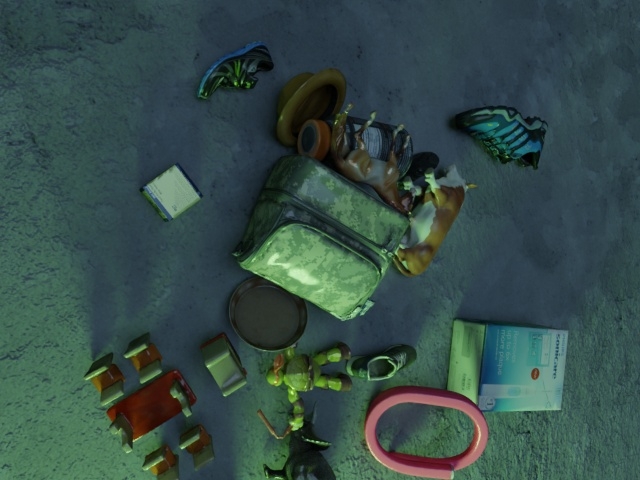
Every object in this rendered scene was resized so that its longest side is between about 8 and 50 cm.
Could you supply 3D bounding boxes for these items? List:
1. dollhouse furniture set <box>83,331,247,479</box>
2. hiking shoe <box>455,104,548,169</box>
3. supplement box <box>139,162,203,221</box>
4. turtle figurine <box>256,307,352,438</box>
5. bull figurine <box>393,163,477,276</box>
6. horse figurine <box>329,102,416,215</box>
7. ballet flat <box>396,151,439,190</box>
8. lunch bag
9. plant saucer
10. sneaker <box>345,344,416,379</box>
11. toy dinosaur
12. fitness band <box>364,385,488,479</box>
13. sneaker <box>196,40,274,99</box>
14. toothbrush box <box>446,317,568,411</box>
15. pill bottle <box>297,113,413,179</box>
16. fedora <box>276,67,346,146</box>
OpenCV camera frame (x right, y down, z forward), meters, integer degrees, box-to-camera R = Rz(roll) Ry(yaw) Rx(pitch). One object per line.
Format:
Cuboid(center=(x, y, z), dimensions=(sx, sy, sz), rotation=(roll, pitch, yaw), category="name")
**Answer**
Cuboid(center=(-0.277, 0.292, 0.977), dimensions=(0.259, 0.135, 0.262), rotation=(-29, 102, -11), category="dollhouse furniture set")
Cuboid(center=(0.484, -0.271, 1.324), dimensions=(0.304, 0.113, 0.132), rotation=(4, 87, -25), category="hiking shoe")
Cuboid(center=(-0.292, -0.093, 0.986), dimensions=(0.083, 0.056, 0.083), rotation=(-41, 107, -20), category="supplement box")
Cuboid(center=(-0.034, 0.269, 1.083), dimensions=(0.217, 0.087, 0.269), rotation=(1, 70, -35), category="turtle figurine")
Cuboid(center=(0.259, -0.066, 1.210), dimensions=(0.188, 0.101, 0.310), rotation=(32, 80, -38), category="bull figurine")
Cuboid(center=(0.104, -0.166, 1.013), dimensions=(0.263, 0.066, 0.174), rotation=(17, 88, -38), category="horse figurine")
Cuboid(center=(0.230, -0.175, 1.250), dimensions=(0.173, 0.049, 0.057), rotation=(-31, 79, -28), category="ballet flat")
Cuboid(center=(0.000, 0.000, 1.049), dimensions=(0.305, 0.212, 0.256), rotation=(30, 87, -24), category="lunch bag")
Cuboid(center=(-0.109, 0.155, 1.056), dimensions=(0.169, 0.029, 0.168), rotation=(9, 57, -15), category="plant saucer")
Cuboid(center=(0.163, 0.294, 1.186), dimensions=(0.192, 0.086, 0.064), rotation=(-5, 92, -26), category="sneaker")
Cuboid(center=(-0.024, 0.529, 1.081), dimensions=(0.160, 0.121, 0.313), rotation=(-18, 95, -18), category="toy dinosaur")
Cuboid(center=(0.248, 0.452, 1.190), dimensions=(0.291, 0.054, 0.208), rotation=(7, 100, 1), category="fitness band")
Cuboid(center=(-0.172, -0.343, 1.037), dimensions=(0.188, 0.067, 0.078), rotation=(-39, 99, -23), category="sneaker")
Cuboid(center=(0.493, 0.325, 1.323), dimensions=(0.296, 0.126, 0.216), rotation=(9, 87, -26), category="toothbrush box")
Cuboid(center=(0.073, -0.204, 1.102), dimensions=(0.246, 0.130, 0.130), rotation=(3, 89, -34), category="pill bottle")
Cuboid(center=(-0.033, -0.295, 1.080), dimensions=(0.194, 0.194, 0.079), rotation=(-35, 64, -21), category="fedora")
